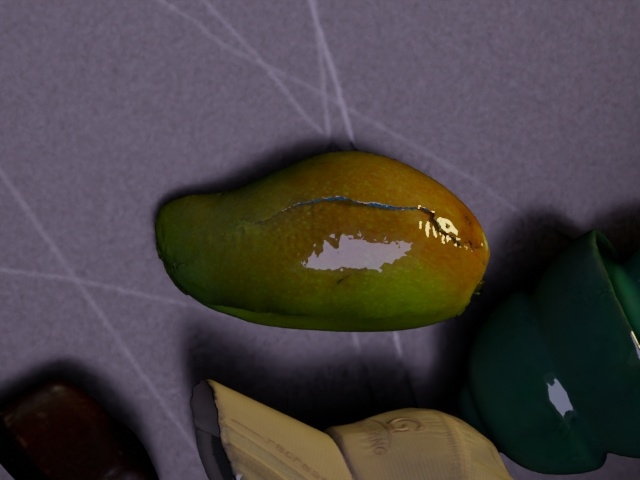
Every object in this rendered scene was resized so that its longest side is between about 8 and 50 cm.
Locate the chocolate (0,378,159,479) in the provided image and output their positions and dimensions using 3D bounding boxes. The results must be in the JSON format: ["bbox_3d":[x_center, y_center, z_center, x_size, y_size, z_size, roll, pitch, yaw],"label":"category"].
[{"bbox_3d":[-0.163,0.150,1.255,0.080,0.125,0.149,-42,97,-17],"label":"chocolate"}]

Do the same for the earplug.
[{"bbox_3d":[0.237,0.092,1.298,0.280,0.164,0.257,-20,143,8],"label":"earplug"}]

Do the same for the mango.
[{"bbox_3d":[0.000,0.000,1.255,0.232,0.111,0.125,7,83,4],"label":"mango"}]

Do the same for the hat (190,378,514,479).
[{"bbox_3d":[0.028,0.173,1.224,0.275,0.232,0.161,34,88,-17],"label":"hat"}]
